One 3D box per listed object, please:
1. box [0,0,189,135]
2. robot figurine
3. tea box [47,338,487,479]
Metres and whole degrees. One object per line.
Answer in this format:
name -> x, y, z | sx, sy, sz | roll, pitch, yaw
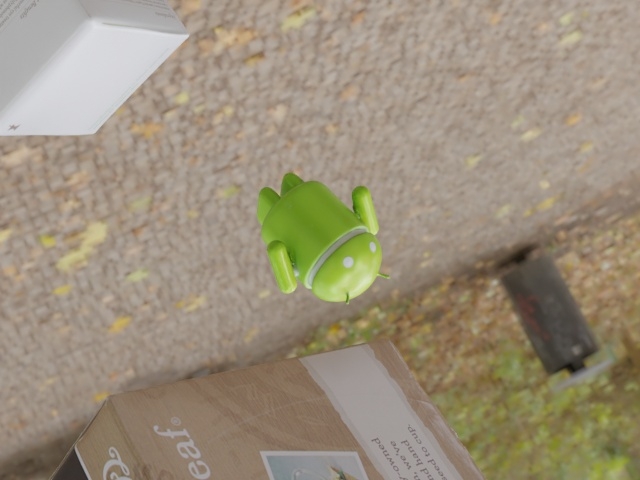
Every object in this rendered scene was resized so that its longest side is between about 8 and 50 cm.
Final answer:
box -> -0.156, -0.125, 0.719 | 0.101, 0.087, 0.102 | -40, 166, 24
robot figurine -> 0.000, 0.000, 0.945 | 0.101, 0.115, 0.067 | -32, 156, -28
tea box -> -0.027, 0.287, 0.672 | 0.220, 0.329, 0.323 | -7, 144, -45
